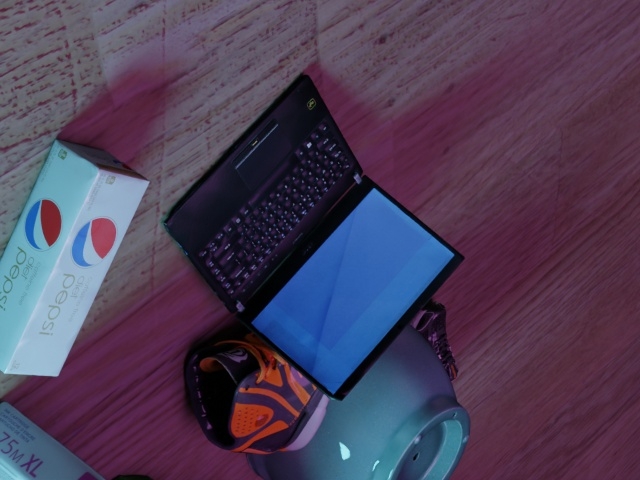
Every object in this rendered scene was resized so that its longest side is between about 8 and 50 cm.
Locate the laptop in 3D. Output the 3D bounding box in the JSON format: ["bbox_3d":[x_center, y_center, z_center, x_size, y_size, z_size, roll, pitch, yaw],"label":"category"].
[{"bbox_3d":[0.000,0.000,1.446,0.234,0.136,0.264,-48,136,-16],"label":"laptop"}]

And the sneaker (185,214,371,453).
[{"bbox_3d":[-0.044,0.115,1.536,0.180,0.124,0.321,6,107,-50],"label":"sneaker"}]

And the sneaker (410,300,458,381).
[{"bbox_3d":[0.171,0.170,1.916,0.072,0.077,0.178,-33,140,-35],"label":"sneaker"}]

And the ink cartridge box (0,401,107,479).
[{"bbox_3d":[-0.245,0.313,1.375,0.065,0.186,0.311,-43,146,-26],"label":"ink cartridge box"}]

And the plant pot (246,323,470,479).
[{"bbox_3d":[0.074,0.247,1.740,0.293,0.196,0.293,-34,141,-33],"label":"plant pot"}]

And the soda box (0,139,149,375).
[{"bbox_3d":[-0.248,0.018,1.231,0.074,0.069,0.216,12,106,-56],"label":"soda box"}]

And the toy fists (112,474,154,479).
[{"bbox_3d":[-0.155,0.370,1.585,0.096,0.142,0.279,-58,147,0],"label":"toy fists"}]
